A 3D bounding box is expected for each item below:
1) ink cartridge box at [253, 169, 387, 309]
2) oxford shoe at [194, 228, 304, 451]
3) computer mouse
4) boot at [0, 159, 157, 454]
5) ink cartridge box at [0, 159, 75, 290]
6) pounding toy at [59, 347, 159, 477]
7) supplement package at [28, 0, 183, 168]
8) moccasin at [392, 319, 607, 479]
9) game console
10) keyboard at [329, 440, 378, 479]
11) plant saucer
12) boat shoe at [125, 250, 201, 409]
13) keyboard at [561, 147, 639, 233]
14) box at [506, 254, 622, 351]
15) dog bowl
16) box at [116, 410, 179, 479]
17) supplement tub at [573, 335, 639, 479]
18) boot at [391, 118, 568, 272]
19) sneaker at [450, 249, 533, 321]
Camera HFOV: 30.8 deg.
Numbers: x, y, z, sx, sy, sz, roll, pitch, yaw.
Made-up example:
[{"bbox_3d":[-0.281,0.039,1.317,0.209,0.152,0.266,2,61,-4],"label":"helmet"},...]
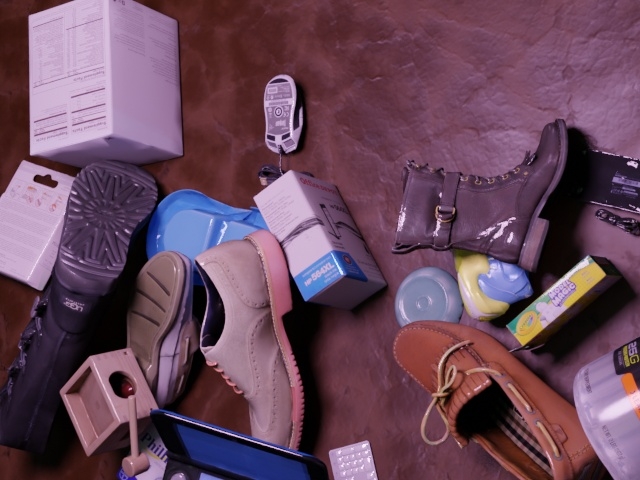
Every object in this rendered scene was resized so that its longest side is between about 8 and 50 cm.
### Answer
[{"bbox_3d":[0.000,0.000,1.848,0.086,0.148,0.203,-36,67,21],"label":"ink cartridge box"},{"bbox_3d":[-0.121,0.185,1.836,0.140,0.147,0.396,15,116,62],"label":"oxford shoe"},{"bbox_3d":[-0.057,-0.185,1.978,0.106,0.042,0.192,1,88,36],"label":"computer mouse"},{"bbox_3d":[-0.443,0.117,2.079,0.146,0.367,0.445,21,125,-5],"label":"boot"},{"bbox_3d":[-0.566,-0.032,2.272,0.181,0.056,0.224,18,73,33],"label":"ink cartridge box"},{"bbox_3d":[-0.314,0.285,1.899,0.181,0.094,0.206,-45,65,39],"label":"pounding toy"},{"bbox_3d":[-0.388,-0.279,2.100,0.198,0.199,0.262,-10,77,30],"label":"supplement package"},{"bbox_3d":[0.228,0.235,1.647,0.380,0.147,0.139,43,130,39],"label":"moccasin"},{"bbox_3d":[-0.138,0.412,1.812,0.293,0.173,0.250,14,90,16],"label":"game console"},{"bbox_3d":[0.072,0.446,1.813,0.072,0.014,0.256,-21,72,27],"label":"keyboard"},{"bbox_3d":[0.164,0.099,1.807,0.119,0.021,0.119,-5,80,31],"label":"plant saucer"},{"bbox_3d":[-0.263,0.151,1.977,0.113,0.103,0.302,35,117,37],"label":"boat shoe"},{"bbox_3d":[0.437,-0.065,1.665,0.180,0.023,0.108,16,84,33],"label":"keyboard"},{"bbox_3d":[0.339,0.094,1.650,0.179,0.105,0.043,-46,69,17],"label":"box"},{"bbox_3d":[-0.164,0.014,1.992,0.297,0.074,0.165,16,91,33],"label":"dog bowl"},{"bbox_3d":[-0.262,0.383,1.993,0.126,0.072,0.137,35,100,30],"label":"box"},{"bbox_3d":[0.512,0.181,1.471,0.338,0.207,0.207,-34,67,23],"label":"supplement tub"},{"bbox_3d":[0.230,-0.082,1.686,0.229,0.091,0.262,14,70,13],"label":"boot"},{"bbox_3d":[0.252,-0.001,1.745,0.126,0.091,0.240,-18,72,9],"label":"sneaker"}]
